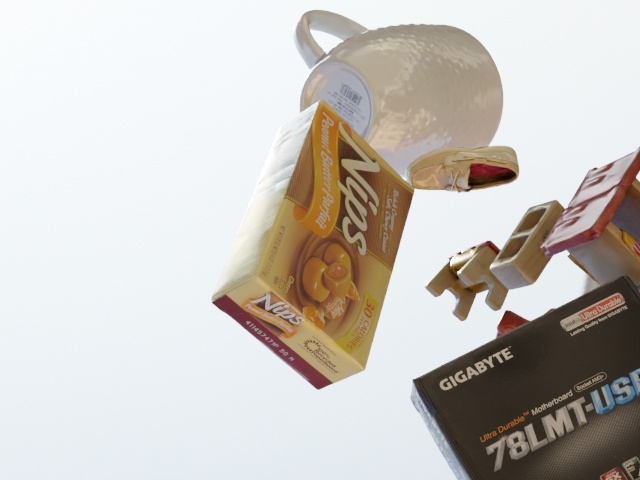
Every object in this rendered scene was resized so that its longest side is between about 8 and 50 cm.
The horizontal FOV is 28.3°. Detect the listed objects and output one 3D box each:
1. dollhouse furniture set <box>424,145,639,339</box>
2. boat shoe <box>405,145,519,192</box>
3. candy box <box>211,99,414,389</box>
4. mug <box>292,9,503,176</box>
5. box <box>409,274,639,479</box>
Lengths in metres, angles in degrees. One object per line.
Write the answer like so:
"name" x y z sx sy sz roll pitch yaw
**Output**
"dollhouse furniture set" 0.337 0.039 1.655 0.201 0.374 0.152 44 -119 -12
"boat shoe" 0.211 -0.100 1.870 0.170 0.063 0.059 -10 -143 1
"candy box" 0.000 0.000 1.539 0.183 0.087 0.316 43 -139 -24
"mug" 0.098 -0.279 2.275 0.328 0.276 0.374 -14 -122 -51
"box" 0.297 0.223 1.421 0.295 0.073 0.293 -24 -114 -13
